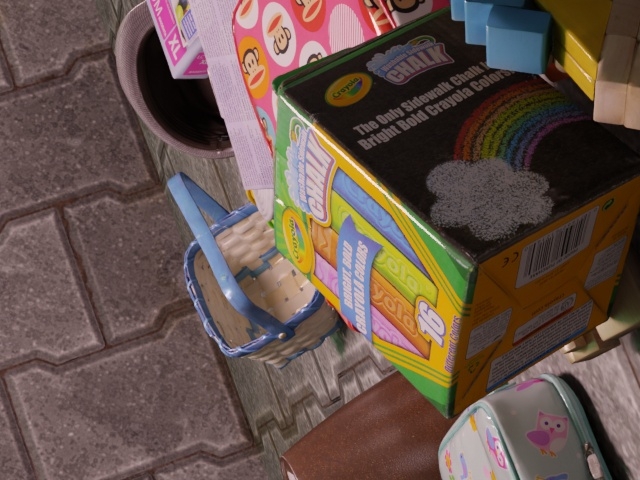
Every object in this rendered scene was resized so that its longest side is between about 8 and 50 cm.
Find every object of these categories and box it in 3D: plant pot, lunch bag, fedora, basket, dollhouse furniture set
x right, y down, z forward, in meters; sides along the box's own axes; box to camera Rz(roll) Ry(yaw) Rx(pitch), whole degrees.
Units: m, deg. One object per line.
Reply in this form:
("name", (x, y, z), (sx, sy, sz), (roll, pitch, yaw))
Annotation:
("plant pot", (0.077, 0.262, 1.701), (0.215, 0.230, 0.215), (162, 90, -76))
("lunch bag", (0.016, -0.212, 1.418), (0.293, 0.120, 0.258), (-39, 70, 58))
("fedora", (-0.158, -0.255, 2.065), (0.124, 0.243, 0.275), (-77, -29, -55))
("basket", (-0.105, 0.043, 2.127), (0.289, 0.201, 0.255), (35, -157, -55))
("lunch bag", (0.208, 0.255, 1.435), (0.279, 0.108, 0.224), (112, 142, -68))
("dollhouse furniture set", (0.224, 0.026, 1.233), (0.151, 0.123, 0.144), (-36, 70, 39))

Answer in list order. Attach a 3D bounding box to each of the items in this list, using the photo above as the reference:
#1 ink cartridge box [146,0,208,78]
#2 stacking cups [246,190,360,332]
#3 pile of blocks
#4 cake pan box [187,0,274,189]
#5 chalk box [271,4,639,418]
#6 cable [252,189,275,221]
("ink cartridge box", (-0.125, -0.357, 1.791), (0.311, 0.065, 0.186), (-40, 64, 48))
("stacking cups", (0.000, 0.000, 1.970), (0.316, 0.096, 0.096), (-127, 22, -46))
("pile of blocks", (0.131, -0.186, 1.057), (0.112, 0.149, 0.362), (78, 167, -54))
("cake pan box", (-0.027, -0.191, 1.645), (0.245, 0.070, 0.267), (-4, 107, 46))
("chalk box", (0.078, -0.045, 1.119), (0.289, 0.180, 0.179), (45, 149, 33))
("cable", (-0.056, -0.150, 1.892), (0.257, 0.089, 0.257), (102, 158, -69))
